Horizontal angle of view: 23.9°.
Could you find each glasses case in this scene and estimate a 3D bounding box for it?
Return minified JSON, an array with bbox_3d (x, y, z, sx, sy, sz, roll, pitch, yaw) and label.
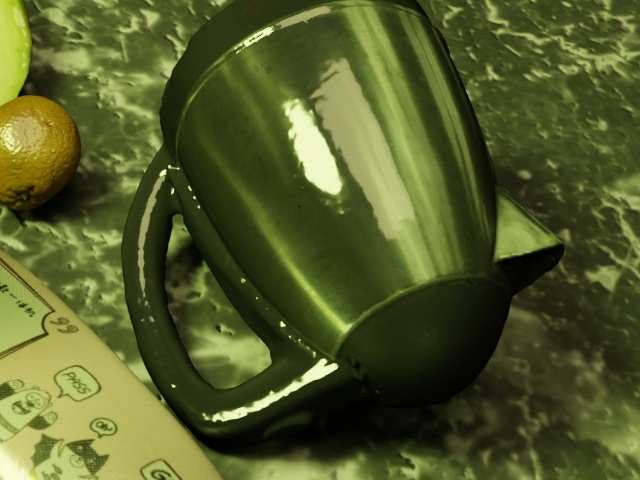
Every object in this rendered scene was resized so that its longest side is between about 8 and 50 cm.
[{"bbox_3d":[-0.174,0.106,0.905,0.122,0.075,0.314,-26,53,-33],"label":"glasses case"}]

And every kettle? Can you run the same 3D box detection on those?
[{"bbox_3d":[0.011,-0.011,0.977,0.250,0.207,0.271,-8,53,-27],"label":"kettle"}]

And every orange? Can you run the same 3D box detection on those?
[{"bbox_3d":[-0.209,-0.063,1.076,0.085,0.085,0.085,5,43,-5],"label":"orange"}]

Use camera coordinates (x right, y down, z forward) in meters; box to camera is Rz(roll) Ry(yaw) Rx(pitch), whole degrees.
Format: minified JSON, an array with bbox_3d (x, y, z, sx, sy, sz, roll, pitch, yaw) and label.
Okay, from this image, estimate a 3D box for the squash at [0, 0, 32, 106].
[{"bbox_3d":[-0.341,-0.148,1.114,0.252,0.049,0.252,14,55,-20],"label":"squash"}]
